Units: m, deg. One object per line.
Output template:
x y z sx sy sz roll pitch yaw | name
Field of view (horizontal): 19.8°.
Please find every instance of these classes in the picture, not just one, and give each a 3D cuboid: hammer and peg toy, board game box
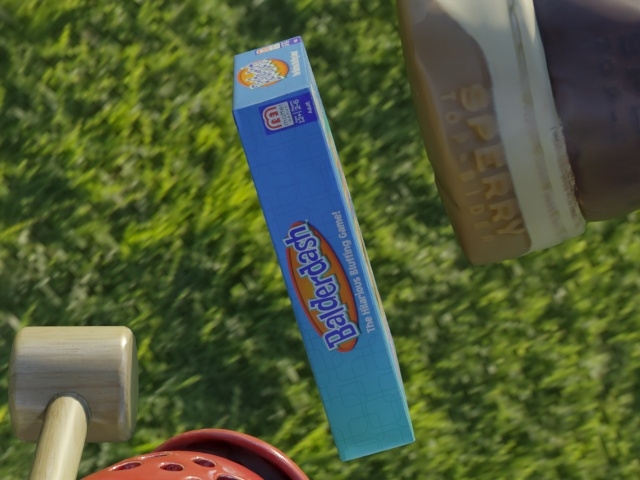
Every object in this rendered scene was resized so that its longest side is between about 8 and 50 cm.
-0.164 0.233 0.879 0.127 0.266 0.361 2 103 5 | hammer and peg toy
0.000 0.000 1.057 0.047 0.160 0.210 -17 105 2 | board game box

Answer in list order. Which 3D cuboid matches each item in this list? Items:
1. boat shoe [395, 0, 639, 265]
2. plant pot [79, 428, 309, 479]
0.095 -0.123 0.583 0.342 0.123 0.123 -82 156 -55 | boat shoe
-0.093 0.231 1.232 0.191 0.191 0.174 60 27 3 | plant pot
